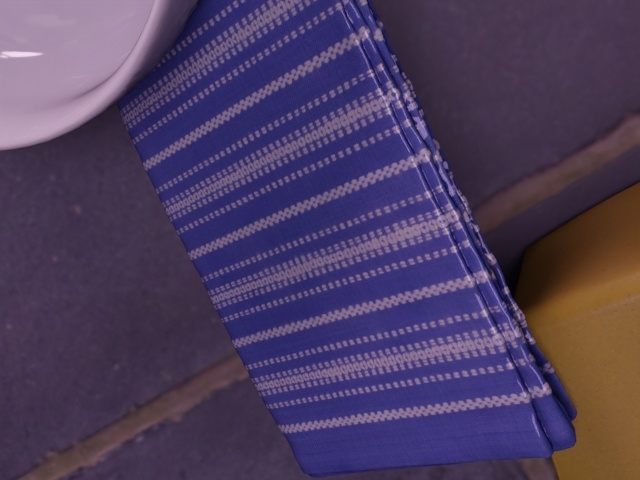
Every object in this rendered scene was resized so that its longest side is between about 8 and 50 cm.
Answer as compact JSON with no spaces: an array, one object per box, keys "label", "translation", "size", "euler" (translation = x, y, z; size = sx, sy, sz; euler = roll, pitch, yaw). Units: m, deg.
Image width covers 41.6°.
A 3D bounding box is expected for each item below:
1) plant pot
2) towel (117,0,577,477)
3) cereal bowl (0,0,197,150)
[{"label":"plant pot","translation":[0.236,0.070,0.542],"size":[0.187,0.212,0.212],"euler":[-16,104,22]},{"label":"towel","translation":[0.000,0.000,0.544],"size":[0.243,0.040,0.336],"euler":[-22,96,45]},{"label":"cereal bowl","translation":[-0.203,-0.233,0.496],"size":[0.339,0.141,0.339],"euler":[8,118,16]}]
